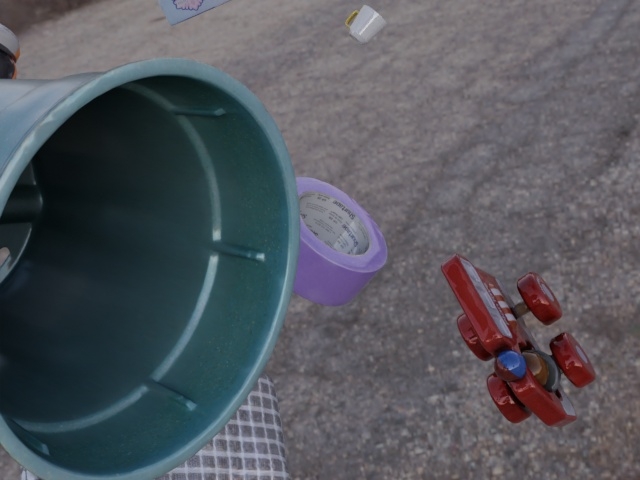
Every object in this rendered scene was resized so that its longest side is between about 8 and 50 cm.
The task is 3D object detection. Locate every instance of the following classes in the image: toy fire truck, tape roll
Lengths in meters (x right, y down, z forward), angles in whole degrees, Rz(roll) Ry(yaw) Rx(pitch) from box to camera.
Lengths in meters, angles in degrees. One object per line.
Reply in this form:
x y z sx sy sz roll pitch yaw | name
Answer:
0.324 0.176 1.530 0.169 0.302 0.254 -35 -28 21 | toy fire truck
0.000 0.000 1.321 0.080 0.189 0.189 -52 3 32 | tape roll

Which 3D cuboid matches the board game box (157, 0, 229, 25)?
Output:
-0.069 -0.423 1.196 0.318 0.066 0.318 -22 32 6 | board game box

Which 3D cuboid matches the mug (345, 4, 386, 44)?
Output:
0.089 -0.434 1.824 0.064 0.062 0.078 -51 18 1 | mug

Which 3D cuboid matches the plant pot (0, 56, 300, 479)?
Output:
-0.253 -0.001 0.789 0.334 0.341 0.341 13 35 34 | plant pot

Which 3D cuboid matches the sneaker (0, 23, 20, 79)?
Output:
-0.513 -0.221 1.056 0.321 0.180 0.125 22 -27 -37 | sneaker

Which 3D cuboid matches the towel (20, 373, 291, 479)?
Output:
-0.159 0.243 0.926 0.284 0.235 0.121 13 -38 -36 | towel
